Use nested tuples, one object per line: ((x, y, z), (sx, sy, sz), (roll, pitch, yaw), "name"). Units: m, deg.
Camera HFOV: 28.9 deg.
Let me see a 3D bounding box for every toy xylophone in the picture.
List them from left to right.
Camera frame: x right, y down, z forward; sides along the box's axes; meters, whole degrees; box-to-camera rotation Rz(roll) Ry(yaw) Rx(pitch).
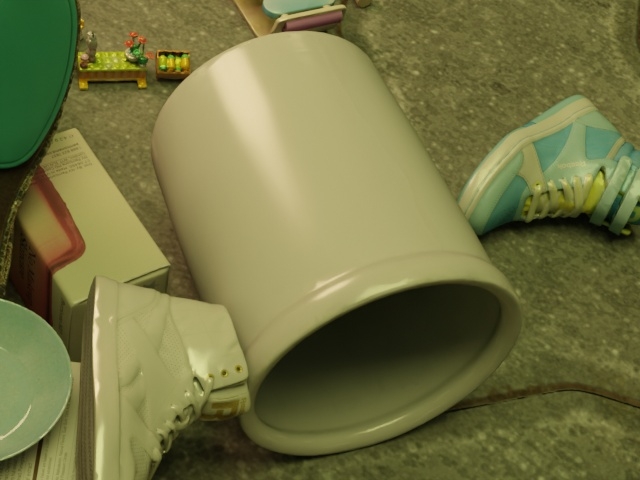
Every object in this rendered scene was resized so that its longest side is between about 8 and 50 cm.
((-0.061, -0.423, 1.890), (0.236, 0.081, 0.322), (-25, 62, -29), "toy xylophone")

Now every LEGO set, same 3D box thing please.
((-0.317, -0.289, 1.707), (0.287, 0.107, 0.132), (25, 51, 6), "LEGO set")

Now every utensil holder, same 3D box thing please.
((0.000, 0.000, 1.428), (0.327, 0.327, 0.385), (-11, 53, -21), "utensil holder")

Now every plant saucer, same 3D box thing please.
((-0.336, 0.139, 1.185), (0.195, 0.037, 0.195), (7, 49, -8), "plant saucer")

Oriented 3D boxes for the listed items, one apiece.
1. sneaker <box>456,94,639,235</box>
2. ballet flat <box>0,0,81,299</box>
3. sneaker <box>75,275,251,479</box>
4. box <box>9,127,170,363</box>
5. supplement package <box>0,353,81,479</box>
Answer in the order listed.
((0.337, -0.063, 1.679), (0.208, 0.127, 0.319), (41, 55, 20), "sneaker")
((-0.389, -0.078, 1.342), (0.164, 0.483, 0.182), (11, 10, -30), "ballet flat")
((-0.142, 0.163, 1.180), (0.169, 0.108, 0.292), (11, 48, -18), "sneaker")
((-0.291, 0.010, 1.454), (0.127, 0.148, 0.232), (-22, 60, -28), "box")
((-0.346, 0.229, 1.250), (0.293, 0.177, 0.175), (7, 50, -8), "supplement package")
